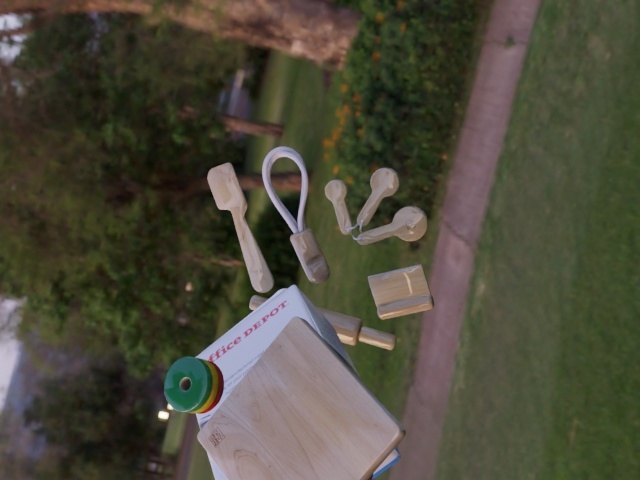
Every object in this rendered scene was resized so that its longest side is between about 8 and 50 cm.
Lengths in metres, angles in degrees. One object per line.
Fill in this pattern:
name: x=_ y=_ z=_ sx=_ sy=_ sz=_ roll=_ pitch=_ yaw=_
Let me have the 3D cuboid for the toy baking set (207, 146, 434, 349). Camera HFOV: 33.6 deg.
toy baking set: x=0.000 y=0.007 z=1.114 sx=0.030 sy=0.256 sz=0.196 roll=-41 pitch=-39 yaw=-72

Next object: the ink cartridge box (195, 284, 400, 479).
ink cartridge box: x=-0.034 y=0.160 z=1.005 sx=0.148 sy=0.086 sz=0.203 roll=-38 pitch=35 yaw=7

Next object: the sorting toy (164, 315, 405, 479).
sorting toy: x=-0.005 y=0.158 z=0.820 sx=0.132 sy=0.046 sz=0.274 roll=-51 pitch=56 yaw=10
